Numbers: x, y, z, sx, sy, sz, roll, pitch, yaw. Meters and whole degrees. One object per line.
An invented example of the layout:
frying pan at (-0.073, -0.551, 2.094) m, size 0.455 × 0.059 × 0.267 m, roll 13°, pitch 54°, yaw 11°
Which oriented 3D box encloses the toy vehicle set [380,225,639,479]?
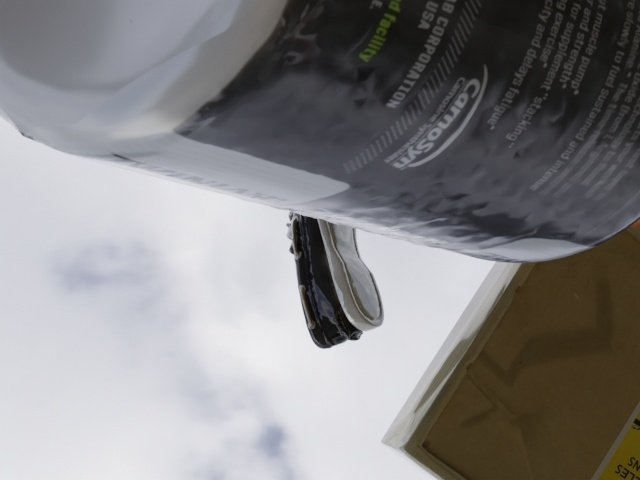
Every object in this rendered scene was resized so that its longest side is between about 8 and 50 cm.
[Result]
toy vehicle set at (0.182, 0.110, 1.001) m, size 0.267 × 0.035 × 0.166 m, roll 37°, pitch -99°, yaw -14°

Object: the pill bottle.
pill bottle at (0.028, -0.064, 0.536) m, size 0.246 × 0.130 × 0.130 m, roll 14°, pitch -98°, yaw -50°

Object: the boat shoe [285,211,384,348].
boat shoe at (0.000, 0.000, 1.047) m, size 0.046 × 0.038 × 0.125 m, roll 25°, pitch -138°, yaw -53°
